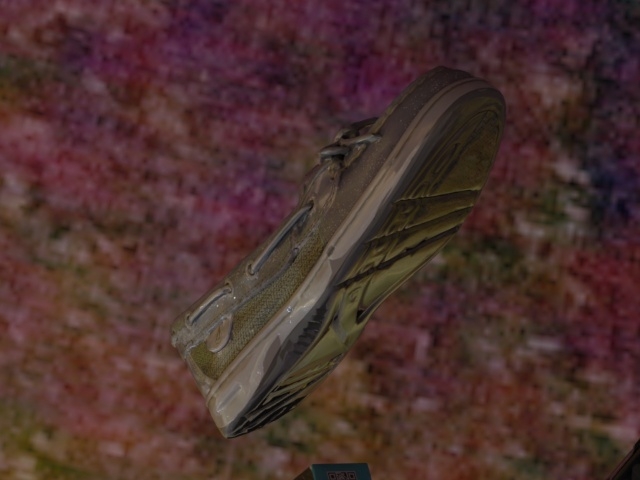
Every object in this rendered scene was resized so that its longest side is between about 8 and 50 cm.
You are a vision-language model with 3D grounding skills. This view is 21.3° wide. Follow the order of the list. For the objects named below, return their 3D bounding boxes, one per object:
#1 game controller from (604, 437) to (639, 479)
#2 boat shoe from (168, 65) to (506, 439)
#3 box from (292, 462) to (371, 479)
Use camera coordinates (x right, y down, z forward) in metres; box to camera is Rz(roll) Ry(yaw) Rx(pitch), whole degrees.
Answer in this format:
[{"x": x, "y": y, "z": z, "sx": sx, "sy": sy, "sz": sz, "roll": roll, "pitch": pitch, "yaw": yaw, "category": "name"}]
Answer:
[{"x": 0.178, "y": 0.178, "z": 0.767, "sx": 0.166, "sy": 0.067, "sz": 0.319, "roll": 41, "pitch": 135, "yaw": 12, "category": "game controller"}, {"x": 0.001, "y": 0.000, "z": 1.098, "sx": 0.118, "sy": 0.103, "sz": 0.320, "roll": -19, "pitch": 153, "yaw": -46, "category": "boat shoe"}, {"x": -0.033, "y": 0.291, "z": 1.496, "sx": 0.060, "sy": 0.100, "sz": 0.244, "roll": 5, "pitch": 146, "yaw": -34, "category": "box"}]
